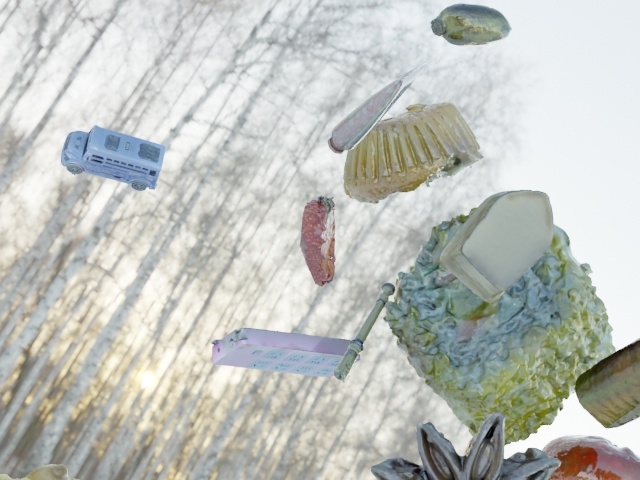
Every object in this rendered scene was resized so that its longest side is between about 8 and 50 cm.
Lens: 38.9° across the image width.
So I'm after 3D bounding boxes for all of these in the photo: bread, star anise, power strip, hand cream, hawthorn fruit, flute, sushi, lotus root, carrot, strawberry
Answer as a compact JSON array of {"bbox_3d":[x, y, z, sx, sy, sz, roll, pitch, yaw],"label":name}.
[{"bbox_3d":[0.163,-0.169,1.727,0.274,0.274,0.149,-4,-71,56],"label":"bread"},{"bbox_3d":[0.179,0.284,1.028,0.212,0.196,0.073,63,5,-6],"label":"star anise"},{"bbox_3d":[-0.057,0.200,1.609,0.278,0.038,0.109,12,-33,-34],"label":"power strip"},{"bbox_3d":[0.076,-0.188,1.296,0.043,0.067,0.209,52,-43,2],"label":"hand cream"},{"bbox_3d":[0.485,0.496,1.561,0.275,0.308,0.276,12,-29,7],"label":"hawthorn fruit"},{"bbox_3d":[0.071,0.143,1.450,0.027,0.233,0.027,14,-52,18],"label":"flute"},{"bbox_3d":[0.316,0.130,1.608,0.240,0.351,0.396,46,6,-38],"label":"sushi"},{"bbox_3d":[0.305,-0.437,1.831,0.089,0.179,0.081,-118,-150,-45],"label":"lotus root"},{"bbox_3d":[0.504,0.167,1.282,0.114,0.114,0.302,33,-48,-13],"label":"carrot"},{"bbox_3d":[-0.003,0.000,1.403,0.048,0.104,0.152,9,-69,13],"label":"strawberry"}]

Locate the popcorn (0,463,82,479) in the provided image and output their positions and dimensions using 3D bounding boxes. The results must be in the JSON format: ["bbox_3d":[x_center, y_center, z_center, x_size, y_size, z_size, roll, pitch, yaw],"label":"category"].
[{"bbox_3d":[-0.532,0.562,1.710,0.281,0.315,0.298,36,-41,40],"label":"popcorn"}]

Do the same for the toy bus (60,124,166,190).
[{"bbox_3d":[-0.351,-0.146,1.538,0.167,0.073,0.076,15,-33,-16],"label":"toy bus"}]

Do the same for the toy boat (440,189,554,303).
[{"bbox_3d":[0.277,-0.008,1.338,0.116,0.188,0.061,43,-17,-2],"label":"toy boat"}]
